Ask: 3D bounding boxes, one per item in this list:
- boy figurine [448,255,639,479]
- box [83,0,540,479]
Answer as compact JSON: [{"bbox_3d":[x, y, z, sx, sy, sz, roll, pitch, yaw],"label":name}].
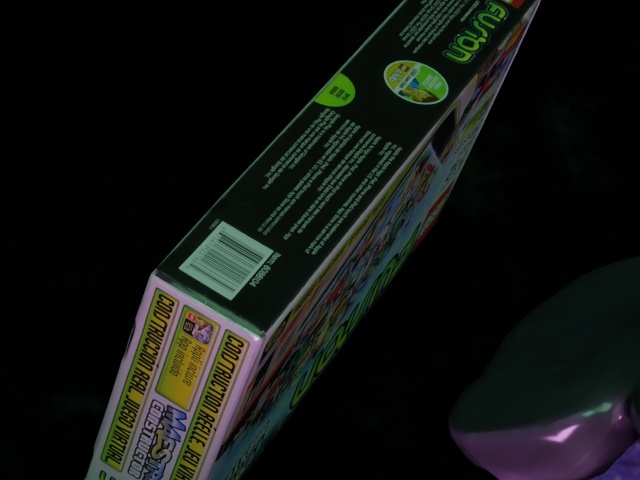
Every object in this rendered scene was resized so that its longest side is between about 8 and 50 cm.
[{"bbox_3d":[0.124,0.139,0.446,0.177,0.285,0.092,-4,25,42],"label":"boy figurine"},{"bbox_3d":[0.000,0.000,0.597,0.036,0.114,0.207,30,43,9],"label":"box"}]
